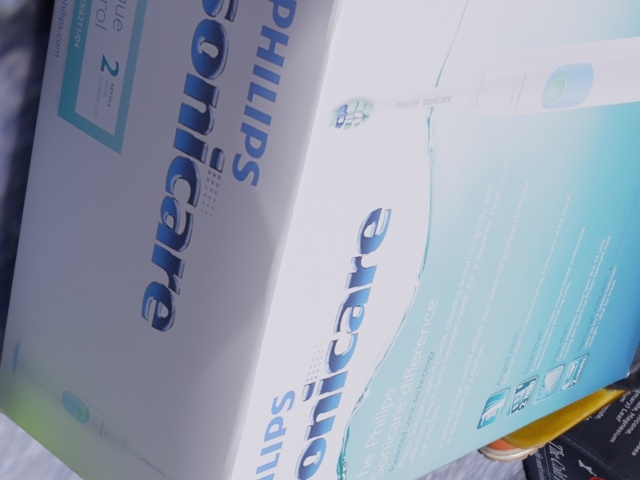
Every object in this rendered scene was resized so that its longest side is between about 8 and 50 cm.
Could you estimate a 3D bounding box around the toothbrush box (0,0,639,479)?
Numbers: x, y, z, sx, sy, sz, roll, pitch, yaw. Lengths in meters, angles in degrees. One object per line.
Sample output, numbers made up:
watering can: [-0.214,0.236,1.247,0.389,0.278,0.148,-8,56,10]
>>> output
toothbrush box: [0.036,-0.028,0.525,0.296,0.126,0.216,-16,127,-48]

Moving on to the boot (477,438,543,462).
boot: [0.148,0.073,0.887,0.158,0.059,0.084,-54,149,-23]

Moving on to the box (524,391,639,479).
box: [0.343,0.219,1.053,0.179,0.313,0.343,-49,149,-16]

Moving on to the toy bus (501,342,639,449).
toy bus: [0.192,-0.027,0.686,0.108,0.130,0.332,-17,149,-47]
